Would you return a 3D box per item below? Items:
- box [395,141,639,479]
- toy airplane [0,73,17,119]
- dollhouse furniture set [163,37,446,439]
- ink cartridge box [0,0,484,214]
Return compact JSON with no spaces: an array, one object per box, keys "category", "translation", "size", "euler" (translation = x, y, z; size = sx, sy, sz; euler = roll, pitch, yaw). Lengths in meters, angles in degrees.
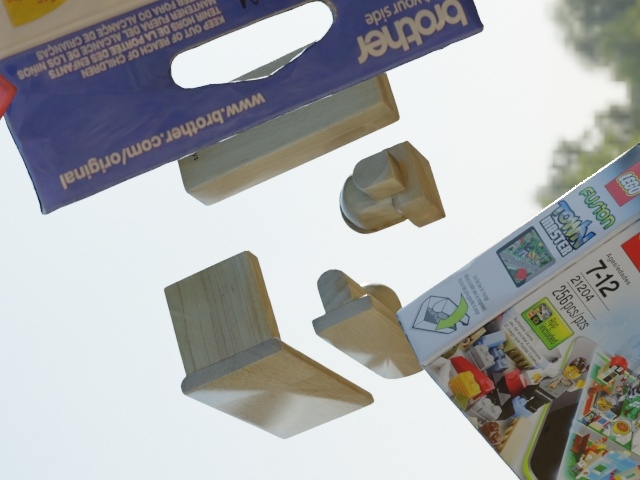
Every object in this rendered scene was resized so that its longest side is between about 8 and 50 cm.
[{"category":"box","translation":[0.132,0.068,0.650],"size":[0.207,0.114,0.036],"euler":[48,-170,-34]},{"category":"toy airplane","translation":[-0.091,-0.087,0.391],"size":[0.028,0.151,0.151],"euler":[51,-138,-70]},{"category":"dollhouse furniture set","translation":[0.000,0.000,0.862],"size":[0.123,0.144,0.151],"euler":[38,-148,-61]},{"category":"ink cartridge box","translation":[-0.082,-0.181,0.547],"size":[0.065,0.185,0.311],"euler":[-16,99,63]}]
